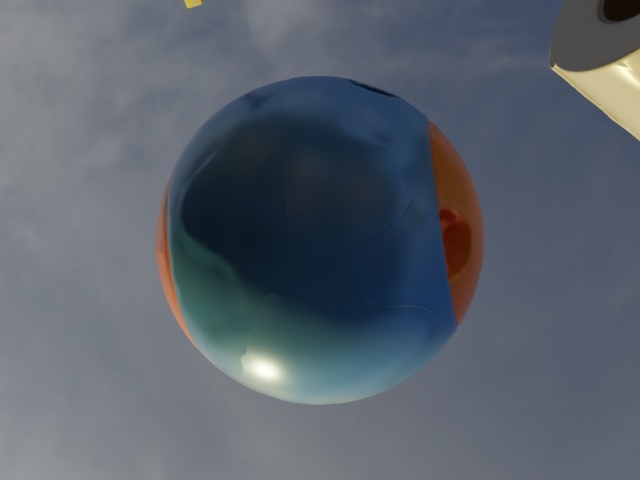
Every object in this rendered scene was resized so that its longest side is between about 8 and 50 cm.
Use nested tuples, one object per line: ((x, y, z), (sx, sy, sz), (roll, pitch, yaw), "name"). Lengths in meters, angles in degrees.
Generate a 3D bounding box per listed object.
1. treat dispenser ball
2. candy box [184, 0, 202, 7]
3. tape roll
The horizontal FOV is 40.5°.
((0.000, 0.000, 0.772), (0.288, 0.288, 0.288), (1, -88, 32), "treat dispenser ball")
((-0.196, -0.402, 1.079), (0.027, 0.105, 0.205), (-22, -96, -3), "candy box")
((0.357, -0.202, 0.786), (0.169, 0.246, 0.246), (33, -66, -18), "tape roll")
